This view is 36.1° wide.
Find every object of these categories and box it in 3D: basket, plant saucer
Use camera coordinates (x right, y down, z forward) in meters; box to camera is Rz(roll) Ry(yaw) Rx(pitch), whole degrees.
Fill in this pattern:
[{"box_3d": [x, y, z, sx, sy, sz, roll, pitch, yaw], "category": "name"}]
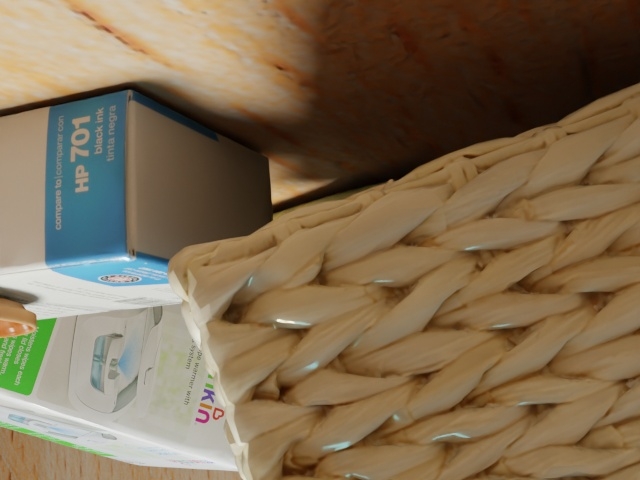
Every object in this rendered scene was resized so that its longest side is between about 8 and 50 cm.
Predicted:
[{"box_3d": [0.132, 0.098, 0.449, 0.331, 0.267, 0.328, -20, 171, -7], "category": "basket"}, {"box_3d": [-0.180, 0.036, 0.473, 0.083, 0.013, 0.083, -2, 167, 0], "category": "plant saucer"}]

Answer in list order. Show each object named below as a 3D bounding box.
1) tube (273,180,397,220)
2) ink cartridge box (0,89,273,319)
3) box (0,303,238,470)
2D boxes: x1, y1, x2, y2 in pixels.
[{"box_3d": [0.000, 0.000, 0.664, 0.240, 0.062, 0.070, -20, -158, 43], "category": "tube"}, {"box_3d": [-0.138, -0.007, 0.508, 0.190, 0.082, 0.139, -6, 169, 23], "category": "ink cartridge box"}, {"box_3d": [-0.194, 0.104, 0.833, 0.231, 0.127, 0.262, 24, 158, -25], "category": "box"}]
